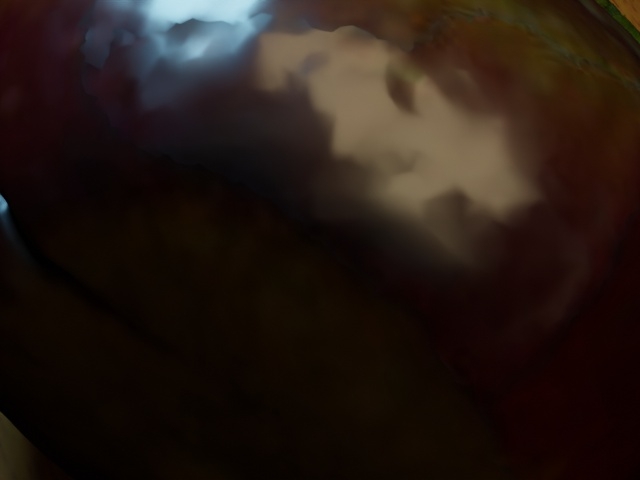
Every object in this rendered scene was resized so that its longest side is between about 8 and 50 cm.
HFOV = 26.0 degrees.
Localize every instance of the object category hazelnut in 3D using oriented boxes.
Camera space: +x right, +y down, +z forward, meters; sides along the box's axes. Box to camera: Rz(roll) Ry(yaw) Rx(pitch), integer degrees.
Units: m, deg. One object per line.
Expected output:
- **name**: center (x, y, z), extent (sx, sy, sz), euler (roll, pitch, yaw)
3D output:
- **hazelnut**: center (0.000, 0.000, 0.772), extent (0.429, 0.402, 0.402), euler (19, 45, 2)

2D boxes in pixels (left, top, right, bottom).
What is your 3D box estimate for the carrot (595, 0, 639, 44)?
- **carrot**: center (0.295, -0.136, 1.270), extent (0.074, 0.074, 0.358), euler (-8, 55, -35)
